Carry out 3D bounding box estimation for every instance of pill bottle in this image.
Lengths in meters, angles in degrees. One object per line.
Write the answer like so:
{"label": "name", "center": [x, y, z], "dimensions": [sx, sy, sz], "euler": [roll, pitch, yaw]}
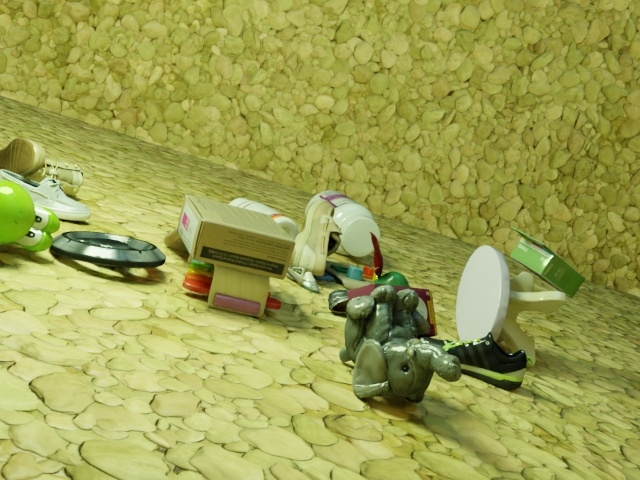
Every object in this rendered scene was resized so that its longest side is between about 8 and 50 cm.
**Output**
{"label": "pill bottle", "center": [0.073, -0.048, 2.601], "dimensions": [0.169, 0.169, 0.301], "euler": [14, 11, -23]}
{"label": "pill bottle", "center": [-0.166, -0.036, 2.230], "dimensions": [0.121, 0.121, 0.221], "euler": [10, 12, -41]}

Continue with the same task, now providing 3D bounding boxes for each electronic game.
{"label": "electronic game", "center": [-0.425, 0.022, 1.650], "dimensions": [0.229, 0.048, 0.229], "euler": [10, 6, -1]}

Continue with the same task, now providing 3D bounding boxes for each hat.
{"label": "hat", "center": [0.188, 0.082, 2.023], "dimensions": [0.173, 0.183, 0.208], "euler": [20, 10, 10]}

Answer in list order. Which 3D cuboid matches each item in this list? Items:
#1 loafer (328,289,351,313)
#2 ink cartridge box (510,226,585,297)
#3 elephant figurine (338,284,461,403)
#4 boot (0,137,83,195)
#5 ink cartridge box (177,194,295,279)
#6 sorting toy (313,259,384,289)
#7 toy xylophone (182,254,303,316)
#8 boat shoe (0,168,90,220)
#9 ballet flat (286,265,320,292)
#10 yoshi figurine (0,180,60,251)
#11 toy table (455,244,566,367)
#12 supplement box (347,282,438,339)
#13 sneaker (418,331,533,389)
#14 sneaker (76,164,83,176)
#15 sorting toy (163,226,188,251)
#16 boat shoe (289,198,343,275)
{"label": "loafer", "center": [0.101, 0.141, 1.836], "dimensions": [0.170, 0.062, 0.061], "euler": [-8, 21, 7]}
{"label": "ink cartridge box", "center": [0.525, 0.053, 1.948], "dimensions": [0.209, 0.062, 0.109], "euler": [31, 5, -40]}
{"label": "elephant figurine", "center": [0.125, 0.203, 1.373], "dimensions": [0.170, 0.186, 0.239], "euler": [-16, 43, -3]}
{"label": "boot", "center": [-0.674, -0.174, 2.025], "dimensions": [0.204, 0.095, 0.262], "euler": [14, -15, -39]}
{"label": "ink cartridge box", "center": [-0.177, -0.010, 1.670], "dimensions": [0.193, 0.088, 0.235], "euler": [13, 11, -20]}
{"label": "sorting toy", "center": [0.112, 0.094, 2.228], "dimensions": [0.348, 0.047, 0.196], "euler": [14, 10, -24]}
{"label": "toy xylophone", "center": [-0.168, 0.071, 1.737], "dimensions": [0.236, 0.081, 0.322], "euler": [16, 10, -12]}
{"label": "boat shoe", "center": [-0.635, -0.106, 1.885], "dimensions": [0.228, 0.081, 0.079], "euler": [16, 10, -7]}
{"label": "ballet flat", "center": [-0.041, 0.090, 1.997], "dimensions": [0.041, 0.041, 0.114], "euler": [8, 14, -47]}
{"label": "yoshi figurine", "center": [-0.652, -0.084, 1.473], "dimensions": [0.362, 0.203, 0.203], "euler": [19, 25, -5]}
{"label": "toy table", "center": [0.437, 0.158, 1.948], "dimensions": [0.161, 0.274, 0.252], "euler": [23, -26, -18]}
{"label": "supplement box", "center": [0.153, 0.153, 1.730], "dimensions": [0.188, 0.104, 0.081], "euler": [9, -22, -43]}
{"label": "sneaker", "center": [0.322, 0.228, 1.709], "dimensions": [0.235, 0.097, 0.084], "euler": [19, 9, 8]}
{"label": "sneaker", "center": [-0.717, -0.198, 2.428], "dimensions": [0.037, 0.032, 0.083], "euler": [30, 12, -13]}
{"label": "sorting toy", "center": [-0.244, -0.006, 1.887], "dimensions": [0.193, 0.038, 0.208], "euler": [14, -19, -21]}
{"label": "boat shoe", "center": [0.000, 0.000, 2.184], "dimensions": [0.110, 0.121, 0.341], "euler": [14, 32, 7]}
